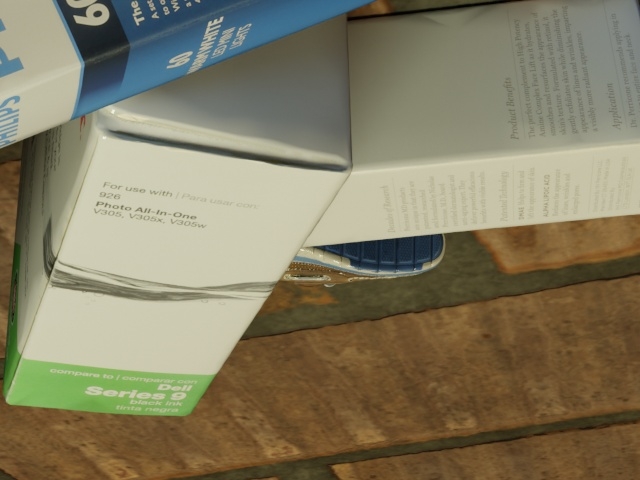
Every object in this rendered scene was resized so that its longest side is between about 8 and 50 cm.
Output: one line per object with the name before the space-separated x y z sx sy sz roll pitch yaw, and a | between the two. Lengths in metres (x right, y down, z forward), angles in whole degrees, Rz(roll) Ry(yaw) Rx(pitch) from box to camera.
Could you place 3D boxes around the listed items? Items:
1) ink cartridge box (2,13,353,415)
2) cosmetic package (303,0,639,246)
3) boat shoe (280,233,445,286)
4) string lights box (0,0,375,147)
ink cartridge box | -0.087 -0.056 0.703 0.121 0.211 0.289 9 149 -18
cosmetic package | 0.082 -0.072 0.783 0.231 0.117 0.085 -5 149 7
boat shoe | 0.000 0.000 0.961 0.183 0.066 0.066 8 154 2
string lights box | -0.043 -0.147 0.515 0.259 0.133 0.077 -24 176 -17
